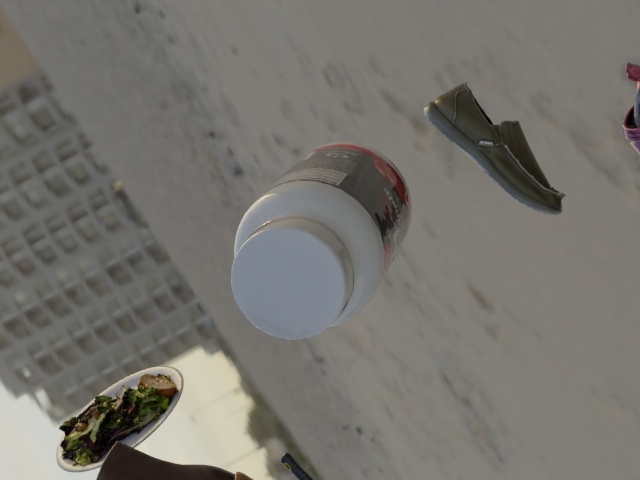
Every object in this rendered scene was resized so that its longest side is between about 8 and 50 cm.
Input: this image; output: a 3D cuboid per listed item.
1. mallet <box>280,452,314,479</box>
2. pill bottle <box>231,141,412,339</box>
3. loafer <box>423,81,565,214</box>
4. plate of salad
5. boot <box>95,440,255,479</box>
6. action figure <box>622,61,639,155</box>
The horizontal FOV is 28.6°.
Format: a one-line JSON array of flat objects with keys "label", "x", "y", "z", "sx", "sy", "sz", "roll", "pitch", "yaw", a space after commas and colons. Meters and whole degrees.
[{"label": "mallet", "x": 0.018, "y": 0.311, "z": 1.477, "sx": 0.189, "sy": 0.039, "sz": 0.062, "roll": 46, "pitch": 142, "yaw": 28}, {"label": "pill bottle", "x": 0.000, "y": 0.000, "z": 1.491, "sx": 0.176, "sy": 0.176, "sz": 0.318, "roll": 62, "pitch": -160, "yaw": -10}, {"label": "loafer", "x": 0.265, "y": -0.134, "z": 1.819, "sx": 0.251, "sy": 0.087, "sz": 0.094, "roll": 42, "pitch": -171, "yaw": 2}, {"label": "plate of salad", "x": -0.271, "y": 0.228, "z": 1.664, "sx": 0.048, "sy": 0.200, "sz": 0.200, "roll": 58, "pitch": 178, "yaw": -24}, {"label": "boot", "x": -0.148, "y": 0.336, "z": 1.230, "sx": 0.090, "sy": 0.207, "sz": 0.248, "roll": 105, "pitch": -178, "yaw": -63}, {"label": "action figure", "x": 0.534, "y": -0.119, "z": 1.861, "sx": 0.370, "sy": 0.276, "sz": 0.248, "roll": 48, "pitch": -150, "yaw": -24}]
